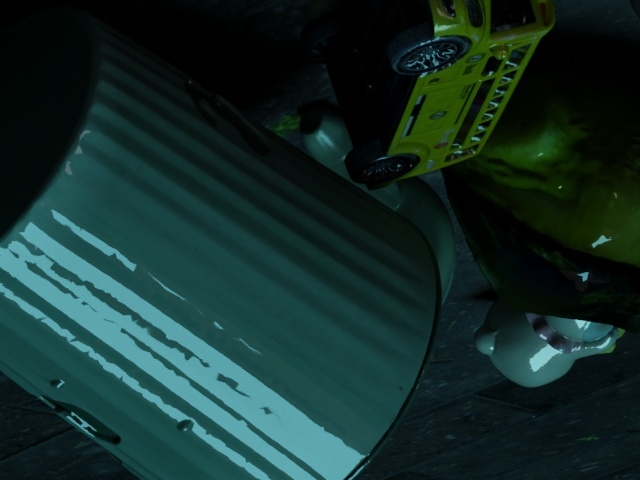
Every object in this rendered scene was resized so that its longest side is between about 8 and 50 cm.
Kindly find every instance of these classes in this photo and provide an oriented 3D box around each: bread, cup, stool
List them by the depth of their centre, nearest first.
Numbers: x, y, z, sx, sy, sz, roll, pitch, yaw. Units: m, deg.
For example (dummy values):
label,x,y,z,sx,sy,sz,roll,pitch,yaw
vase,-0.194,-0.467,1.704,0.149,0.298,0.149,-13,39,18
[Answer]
label,x,y,z,sx,sy,sz,roll,pitch,yaw
cup,-0.160,0.031,1.641,0.401,0.310,0.392,-14,139,42
bread,0.288,-0.045,1.898,0.376,0.251,0.208,8,137,-43
stool,0.000,0.000,1.918,0.195,0.195,0.198,-26,151,28

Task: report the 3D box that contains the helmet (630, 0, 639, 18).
label,x,y,z,sx,sy,sz,roll,pitch,yaw
helmet,0.368,-0.193,1.496,0.271,0.197,0.338,-23,124,38

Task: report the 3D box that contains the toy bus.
label,x,y,z,sx,sy,sz,roll,pitch,yaw
toy bus,0.089,-0.169,1.605,0.151,0.145,0.331,-12,162,-13

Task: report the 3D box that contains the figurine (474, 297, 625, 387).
label,x,y,z,sx,sy,sz,roll,pitch,yaw
figurine,0.312,0.082,2.407,0.155,0.127,0.235,21,140,-28
